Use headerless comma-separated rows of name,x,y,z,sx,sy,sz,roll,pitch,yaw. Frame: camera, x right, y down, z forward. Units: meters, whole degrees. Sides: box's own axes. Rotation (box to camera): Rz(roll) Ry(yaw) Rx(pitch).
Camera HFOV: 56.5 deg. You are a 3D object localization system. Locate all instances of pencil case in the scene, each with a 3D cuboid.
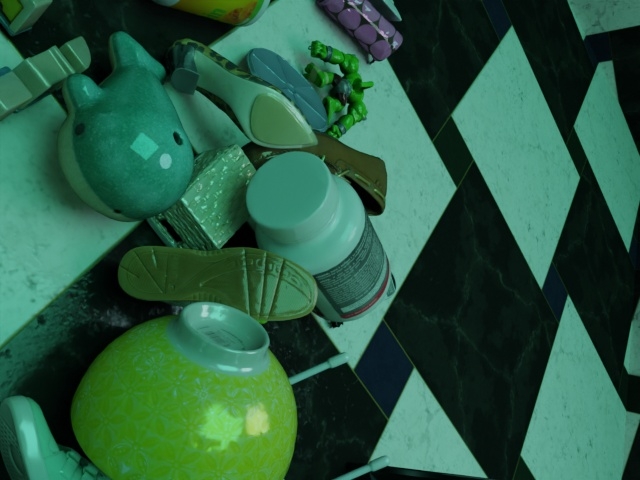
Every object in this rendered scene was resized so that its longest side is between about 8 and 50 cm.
pencil case,0.084,-0.489,1.320,0.209,0.095,0.098,36,16,-35

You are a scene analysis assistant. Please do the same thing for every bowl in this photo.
bowl,-0.145,0.172,0.751,0.289,0.289,0.156,7,111,-45

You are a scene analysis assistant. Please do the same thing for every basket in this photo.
basket,-0.175,-0.064,0.932,0.113,0.103,0.167,56,46,-23

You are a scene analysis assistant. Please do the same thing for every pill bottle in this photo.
pill bottle,-0.208,-0.441,0.964,0.245,0.136,0.137,-4,83,-47
pill bottle,0.000,0.000,0.968,0.318,0.176,0.176,57,40,-57

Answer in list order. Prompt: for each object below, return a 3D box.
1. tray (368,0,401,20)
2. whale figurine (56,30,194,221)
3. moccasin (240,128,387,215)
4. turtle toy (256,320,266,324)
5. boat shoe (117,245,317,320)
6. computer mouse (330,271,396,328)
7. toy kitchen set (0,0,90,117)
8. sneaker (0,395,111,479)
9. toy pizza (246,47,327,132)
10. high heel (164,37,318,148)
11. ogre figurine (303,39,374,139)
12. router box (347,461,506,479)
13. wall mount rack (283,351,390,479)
tray,0.061,-0.573,1.279,0.270,0.145,0.030,33,92,-37
whale figurine,-0.242,-0.162,0.806,0.216,0.141,0.272,41,43,-52
moccasin,-0.004,-0.108,1.114,0.380,0.139,0.147,12,63,-54
turtle toy,-0.124,0.078,0.980,0.095,0.066,0.130,-26,99,-46
boat shoe,-0.144,0.060,0.863,0.276,0.096,0.098,10,78,-8
computer mouse,0.080,0.105,1.210,0.193,0.042,0.106,-12,85,-42
toy kitchen set,-0.418,-0.237,0.737,0.166,0.122,0.207,56,27,-21
sneaker,-0.288,0.277,0.737,0.151,0.094,0.256,-29,112,-40
toy pizza,-0.065,-0.275,1.115,0.201,0.032,0.201,37,32,-28
high heel,-0.125,-0.243,0.971,0.261,0.093,0.186,23,23,-27
ogre figurine,0.041,-0.308,1.228,0.118,0.097,0.197,-17,82,-36
router box,0.172,0.518,1.009,0.081,0.308,0.243,23,66,-40
wall mount rack,-0.049,0.348,0.948,0.304,0.130,0.350,-31,104,-46
